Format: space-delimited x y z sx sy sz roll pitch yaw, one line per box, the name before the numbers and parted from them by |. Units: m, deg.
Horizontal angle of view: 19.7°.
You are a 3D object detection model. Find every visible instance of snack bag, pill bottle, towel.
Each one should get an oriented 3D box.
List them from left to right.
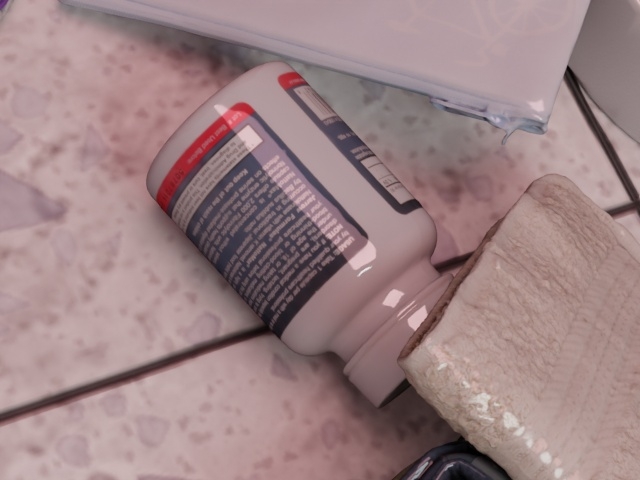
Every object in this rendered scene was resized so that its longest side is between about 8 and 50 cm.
pill bottle | 0.000 0.000 1.011 0.108 0.108 0.180 -37 79 -27
snack bag | 0.033 -0.239 1.117 0.323 0.037 0.343 17 63 15
towel | 0.150 0.067 0.967 0.187 0.049 0.282 43 27 0

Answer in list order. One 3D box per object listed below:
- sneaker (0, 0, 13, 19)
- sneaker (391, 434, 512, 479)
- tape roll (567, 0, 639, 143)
sneaker | -0.192 -0.222 1.067 0.095 0.104 0.236 25 62 -4
sneaker | 0.086 0.145 0.930 0.111 0.121 0.300 34 44 13
tape roll | 0.288 -0.176 1.182 0.286 0.100 0.286 6 63 -12
